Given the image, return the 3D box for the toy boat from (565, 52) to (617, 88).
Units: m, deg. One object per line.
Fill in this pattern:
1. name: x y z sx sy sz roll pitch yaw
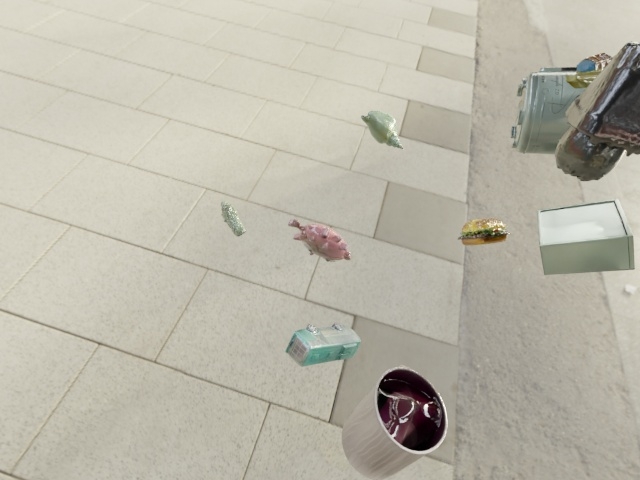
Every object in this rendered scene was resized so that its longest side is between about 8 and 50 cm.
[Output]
1. toy boat: 0.645 -0.398 0.941 0.172 0.066 0.065 -21 23 -12

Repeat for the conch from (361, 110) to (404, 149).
1. conch: 0.205 -0.346 1.272 0.180 0.088 0.065 36 18 -24

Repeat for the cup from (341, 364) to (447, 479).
1. cup: 0.190 0.491 1.147 0.208 0.273 0.289 6 43 -20

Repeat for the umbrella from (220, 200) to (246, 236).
1. umbrella: -0.322 -0.081 1.480 0.062 0.067 0.144 -28 86 -12

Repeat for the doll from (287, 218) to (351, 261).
1. doll: 0.000 0.000 1.454 0.261 0.211 0.093 34 64 -19

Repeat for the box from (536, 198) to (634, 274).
1. box: 0.795 -0.008 1.241 0.224 0.118 0.225 -8 29 30

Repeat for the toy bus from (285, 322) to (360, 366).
1. toy bus: 0.013 0.313 1.229 0.261 0.091 0.109 7 24 -47

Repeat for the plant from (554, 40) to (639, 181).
1. plant: 0.559 -0.232 0.770 0.141 0.256 0.164 22 38 5

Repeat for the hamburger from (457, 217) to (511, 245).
1. hamburger: 0.565 -0.033 1.392 0.165 0.137 0.088 -6 90 -29

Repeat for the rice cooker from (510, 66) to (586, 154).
1. rice cooker: 0.674 -0.360 1.148 0.226 0.242 0.280 7 7 19
